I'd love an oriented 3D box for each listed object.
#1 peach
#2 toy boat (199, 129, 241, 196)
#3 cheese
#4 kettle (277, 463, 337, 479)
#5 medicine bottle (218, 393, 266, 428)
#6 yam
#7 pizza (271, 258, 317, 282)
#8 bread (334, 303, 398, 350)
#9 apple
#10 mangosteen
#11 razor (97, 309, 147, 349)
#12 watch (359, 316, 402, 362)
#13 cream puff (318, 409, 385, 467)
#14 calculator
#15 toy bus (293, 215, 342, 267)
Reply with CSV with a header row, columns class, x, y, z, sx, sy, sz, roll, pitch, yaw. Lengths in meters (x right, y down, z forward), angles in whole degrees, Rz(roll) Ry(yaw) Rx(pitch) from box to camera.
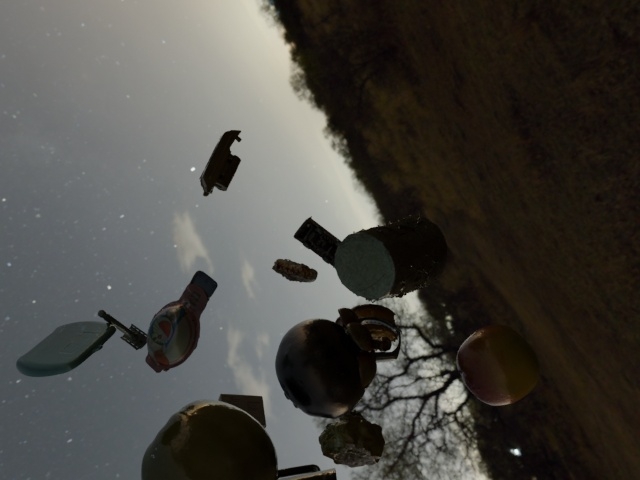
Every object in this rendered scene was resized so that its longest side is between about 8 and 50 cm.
class,x,y,z,sx,sy,sz,roll,pitch,yaw
peach,0.522,0.368,1.453,0.231,0.231,0.231,58,-170,-17
toy boat,-0.289,-0.231,1.469,0.088,0.226,0.068,28,162,-17
cheese,-0.373,0.216,1.309,0.189,0.286,0.074,31,177,33
kettle,-0.077,1.050,2.054,0.203,0.308,0.262,85,178,-47
medicine bottle,-0.350,0.762,2.193,0.201,0.052,0.171,10,-149,-21
yam,0.220,0.050,1.495,0.348,0.241,0.241,-12,-110,-49
pizza,-0.105,0.128,1.938,0.246,0.058,0.127,14,151,33
bread,0.183,0.419,2.296,0.179,0.340,0.194,49,-162,-35
apple,-0.382,0.793,1.694,0.473,0.474,0.473,58,-170,-17
mangosteen,0.040,0.450,1.857,0.382,0.435,0.382,45,-173,-7
razor,-0.721,0.307,1.759,0.106,0.068,0.232,23,157,28
watch,0.238,0.408,2.041,0.068,0.206,0.192,75,-171,-63
cream puff,0.129,0.790,1.989,0.282,0.282,0.185,54,-146,-34
calculator,-0.866,0.364,1.680,0.256,0.386,0.054,-52,-53,-49
toy bus,0.000,0.000,1.698,0.182,0.091,0.103,37,-171,-10
